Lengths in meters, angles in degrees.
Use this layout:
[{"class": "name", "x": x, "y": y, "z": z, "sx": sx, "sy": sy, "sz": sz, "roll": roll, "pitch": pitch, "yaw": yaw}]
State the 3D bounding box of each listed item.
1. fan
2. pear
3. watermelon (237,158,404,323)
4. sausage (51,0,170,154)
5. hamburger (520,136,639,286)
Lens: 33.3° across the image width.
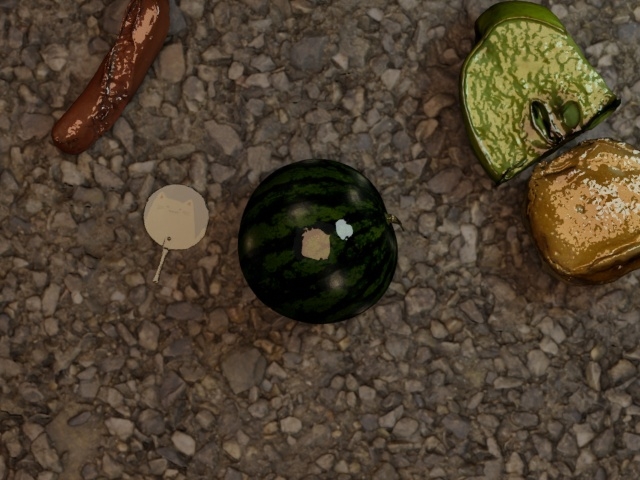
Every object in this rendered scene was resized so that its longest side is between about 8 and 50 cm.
[{"class": "fan", "x": -0.255, "y": -0.010, "z": 1.816, "sx": 0.113, "sy": 0.005, "sz": 0.175, "roll": 18, "pitch": 91, "yaw": -2}, {"class": "pear", "x": 0.316, "y": -0.247, "z": 1.740, "sx": 0.238, "sy": 0.164, "sz": 0.255, "roll": -37, "pitch": 88, "yaw": 11}, {"class": "watermelon", "x": -0.005, "y": 0.002, "z": 1.703, "sx": 0.269, "sy": 0.269, "sz": 0.269, "roll": 0, "pitch": 93, "yaw": -1}, {"class": "sausage", "x": -0.334, "y": -0.281, "z": 1.764, "sx": 0.087, "sy": 0.079, "sz": 0.327, "roll": 31, "pitch": 93, "yaw": -17}, {"class": "hamburger", "x": 0.446, "y": -0.043, "z": 1.750, "sx": 0.244, "sy": 0.163, "sz": 0.244, "roll": 0, "pitch": 90, "yaw": 6}]
